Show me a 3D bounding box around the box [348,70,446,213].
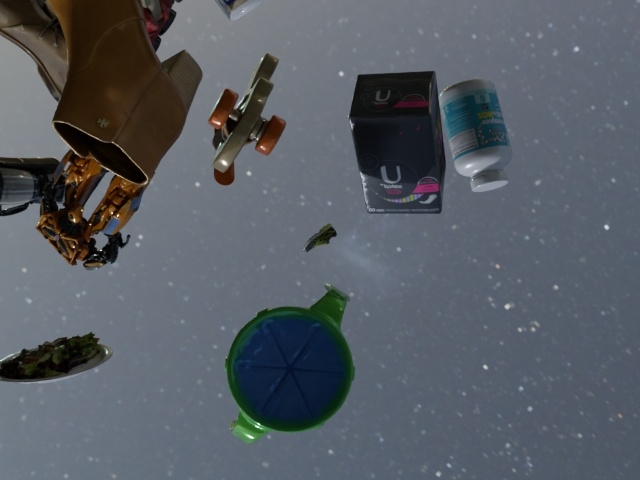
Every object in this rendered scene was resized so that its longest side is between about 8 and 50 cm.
[{"bbox_3d":[0.164,-0.195,1.811,0.165,0.270,0.143,-1,-133,14],"label":"box"}]

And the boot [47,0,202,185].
[{"bbox_3d":[-0.286,-0.222,1.095,0.104,0.295,0.211,-24,-147,44],"label":"boot"}]

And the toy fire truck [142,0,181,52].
[{"bbox_3d":[-0.288,-0.454,1.546,0.246,0.158,0.217,-3,-122,57],"label":"toy fire truck"}]

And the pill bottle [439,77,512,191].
[{"bbox_3d":[0.393,-0.259,2.208,0.146,0.146,0.264,-20,-102,37],"label":"pill bottle"}]

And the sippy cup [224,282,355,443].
[{"bbox_3d":[-0.059,0.236,1.711,0.306,0.240,0.224,-20,180,-2],"label":"sippy cup"}]

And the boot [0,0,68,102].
[{"bbox_3d":[-0.419,-0.332,1.355,0.115,0.305,0.112,7,-125,40],"label":"boot"}]

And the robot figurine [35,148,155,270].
[{"bbox_3d":[-0.448,-0.072,1.700,0.291,0.211,0.085,-50,171,29],"label":"robot figurine"}]

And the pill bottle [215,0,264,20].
[{"bbox_3d":[-0.124,-0.382,1.108,0.112,0.186,0.112,-33,-161,13],"label":"pill bottle"}]

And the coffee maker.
[{"bbox_3d":[-0.688,-0.147,2.028,0.120,0.178,0.171,-50,-121,34],"label":"coffee maker"}]

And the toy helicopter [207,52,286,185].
[{"bbox_3d":[-0.158,-0.274,1.896,0.235,0.140,0.355,-51,-164,43],"label":"toy helicopter"}]

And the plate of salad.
[{"bbox_3d":[-0.448,0.192,1.469,0.200,0.048,0.200,-4,-169,1],"label":"plate of salad"}]

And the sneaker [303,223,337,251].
[{"bbox_3d":[0.000,0.000,1.911,0.083,0.035,0.031,-42,171,3],"label":"sneaker"}]
